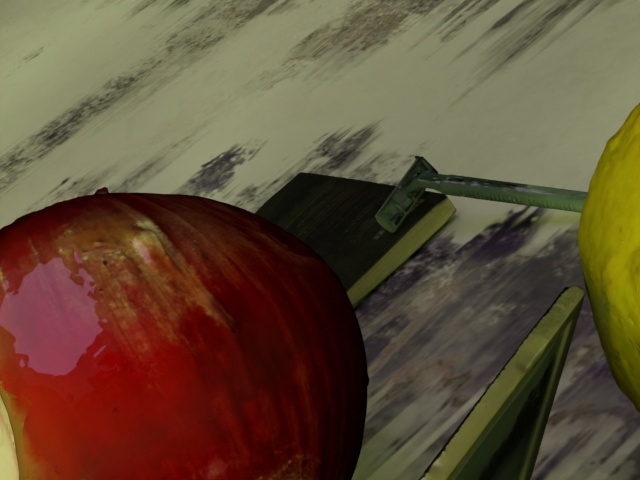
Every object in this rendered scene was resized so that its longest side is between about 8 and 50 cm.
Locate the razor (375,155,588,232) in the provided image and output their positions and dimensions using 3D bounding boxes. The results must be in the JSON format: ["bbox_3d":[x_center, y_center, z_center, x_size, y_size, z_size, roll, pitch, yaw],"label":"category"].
[{"bbox_3d":[0.152,-0.040,1.545,0.211,0.036,0.084,3,43,36],"label":"razor"}]

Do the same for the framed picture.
[{"bbox_3d":[0.069,0.182,1.094,0.016,0.213,0.289,29,53,18],"label":"framed picture"}]

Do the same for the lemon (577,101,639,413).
[{"bbox_3d":[0.291,0.019,1.086,0.268,0.268,0.322,-23,31,11],"label":"lemon"}]

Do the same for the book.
[{"bbox_3d":[0.000,0.000,1.666,0.160,0.024,0.228,-42,29,-25],"label":"book"}]

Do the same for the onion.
[{"bbox_3d":[-0.119,0.112,1.250,0.341,0.341,0.341,-22,26,12],"label":"onion"}]
